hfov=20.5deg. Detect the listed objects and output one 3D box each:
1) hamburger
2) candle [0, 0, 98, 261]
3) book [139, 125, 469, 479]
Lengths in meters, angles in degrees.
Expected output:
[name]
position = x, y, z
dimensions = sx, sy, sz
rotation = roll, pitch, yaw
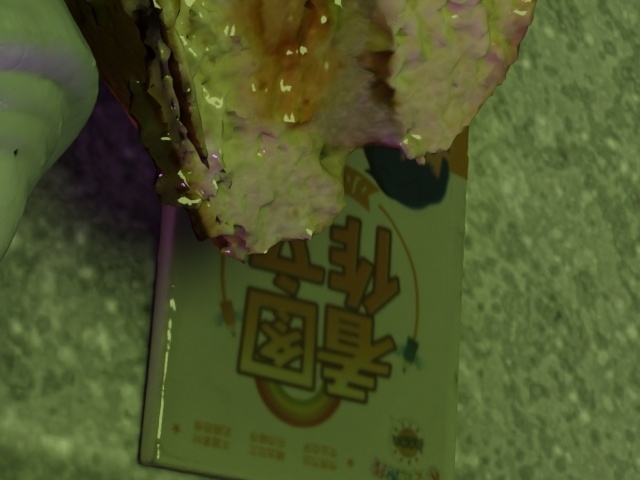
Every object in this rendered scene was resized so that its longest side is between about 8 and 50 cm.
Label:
[hamburger]
position = -0.064, -0.248, 0.855
dimensions = 0.268, 0.287, 0.445
rotation = -32, 128, -13
[candle]
position = -0.220, -0.093, 0.714
dimensions = 0.221, 0.221, 0.342
rotation = -20, 75, -39
[book]
position = 0.000, 0.000, 1.016
dimensions = 0.208, 0.020, 0.295
rotation = 16, 68, -34
